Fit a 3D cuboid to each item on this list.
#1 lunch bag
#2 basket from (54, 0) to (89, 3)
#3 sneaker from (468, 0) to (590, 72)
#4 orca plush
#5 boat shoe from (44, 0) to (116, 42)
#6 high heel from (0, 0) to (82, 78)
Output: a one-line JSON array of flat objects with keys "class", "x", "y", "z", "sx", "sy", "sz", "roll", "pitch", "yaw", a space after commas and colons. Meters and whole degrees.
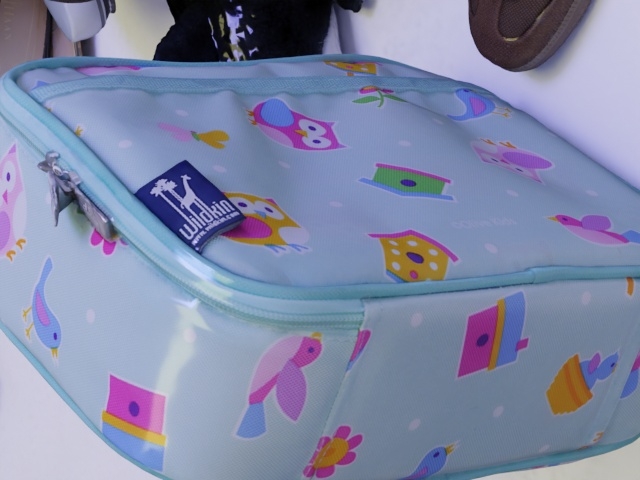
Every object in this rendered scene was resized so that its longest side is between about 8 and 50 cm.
[{"class": "lunch bag", "x": 0.000, "y": 0.000, "z": 0.763, "sx": 0.224, "sy": 0.279, "sz": 0.108, "roll": 44, "pitch": 124, "yaw": 42}, {"class": "basket", "x": -0.077, "y": -0.229, "z": 0.876, "sx": 0.227, "sy": 0.154, "sz": 0.204, "roll": -36, "pitch": 46, "yaw": 33}, {"class": "sneaker", "x": 0.088, "y": -0.160, "z": 0.793, "sx": 0.066, "sy": 0.071, "sz": 0.188, "roll": 42, "pitch": 126, "yaw": 40}, {"class": "orca plush", "x": -0.054, "y": -0.071, "z": 0.964, "sx": 0.151, "sy": 0.102, "sz": 0.287, "roll": -1, "pitch": 95, "yaw": 52}, {"class": "boat shoe", "x": -0.147, "y": -0.220, "z": 1.084, "sx": 0.080, "sy": 0.076, "sz": 0.228, "roll": 92, "pitch": 159, "yaw": -60}, {"class": "high heel", "x": -0.164, "y": -0.079, "z": 1.111, "sx": 0.261, "sy": 0.093, "sz": 0.186, "roll": 57, "pitch": 137, "yaw": 37}]
